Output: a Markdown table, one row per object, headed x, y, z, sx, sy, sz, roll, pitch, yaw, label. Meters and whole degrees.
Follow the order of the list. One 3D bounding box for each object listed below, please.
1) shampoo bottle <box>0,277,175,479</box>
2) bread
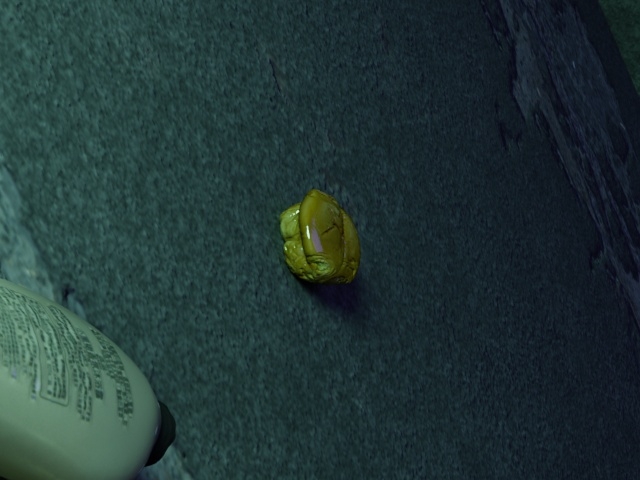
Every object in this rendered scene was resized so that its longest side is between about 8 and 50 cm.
| x | y | z | sx | sy | sz | roll | pitch | yaw | label |
| --- | --- | --- | --- | --- | --- | --- | --- | --- | --- |
| -0.161 | 0.079 | 0.990 | 0.257 | 0.078 | 0.127 | 32 | 28 | -55 | shampoo bottle |
| 0.000 | 0.000 | 1.465 | 0.083 | 0.046 | 0.081 | 58 | 29 | -32 | bread |
